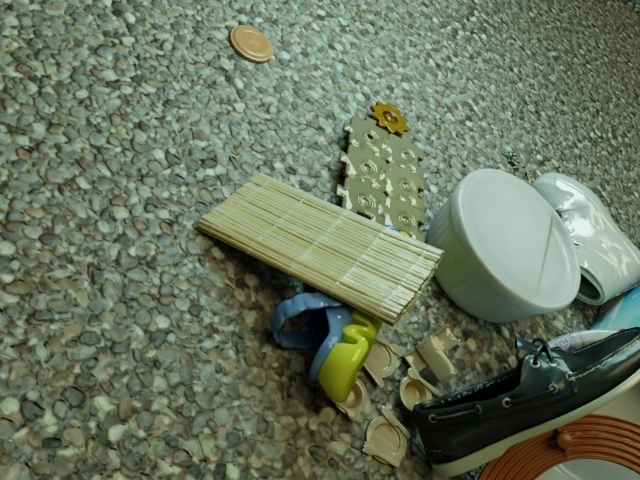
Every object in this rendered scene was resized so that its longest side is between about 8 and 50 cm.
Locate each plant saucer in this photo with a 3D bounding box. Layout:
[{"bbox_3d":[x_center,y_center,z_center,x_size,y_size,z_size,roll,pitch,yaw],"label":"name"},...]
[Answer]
[{"bbox_3d":[-0.123,-0.355,1.101,0.084,0.013,0.083,17,53,-24],"label":"plant saucer"}]

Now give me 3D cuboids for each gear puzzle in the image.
[{"bbox_3d":[0.106,-0.137,1.099,0.176,0.044,0.338,23,49,-18],"label":"gear puzzle"}]

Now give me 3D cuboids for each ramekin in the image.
[{"bbox_3d":[0.309,0.020,1.068,0.273,0.127,0.272,17,53,-24],"label":"ramekin"}]

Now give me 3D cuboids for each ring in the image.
[{"bbox_3d":[0.357,0.395,0.781,0.337,0.032,0.336,-2,77,7],"label":"ring"}]

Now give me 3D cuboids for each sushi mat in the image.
[{"bbox_3d":[0.000,0.000,0.847,0.317,0.019,0.151,25,47,20],"label":"sushi mat"}]

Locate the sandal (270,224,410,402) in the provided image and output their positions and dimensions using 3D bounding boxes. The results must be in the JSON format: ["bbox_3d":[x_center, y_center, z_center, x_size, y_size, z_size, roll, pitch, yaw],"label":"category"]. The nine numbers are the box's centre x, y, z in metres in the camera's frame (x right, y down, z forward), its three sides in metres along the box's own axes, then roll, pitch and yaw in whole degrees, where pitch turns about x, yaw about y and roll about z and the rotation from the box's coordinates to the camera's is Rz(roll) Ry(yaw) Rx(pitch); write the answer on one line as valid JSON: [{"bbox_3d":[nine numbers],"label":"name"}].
[{"bbox_3d":[0.036,0.071,0.866,0.138,0.126,0.317,23,39,12],"label":"sandal"}]

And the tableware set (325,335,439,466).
[{"bbox_3d":[0.089,0.219,0.862,0.141,0.020,0.168,43,52,-1],"label":"tableware set"}]

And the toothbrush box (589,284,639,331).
[{"bbox_3d":[0.584,0.191,1.081,0.126,0.216,0.295,47,49,2],"label":"toothbrush box"}]

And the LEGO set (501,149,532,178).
[{"bbox_3d":[0.437,-0.173,1.344,0.083,0.023,0.054,24,51,-19],"label":"LEGO set"}]

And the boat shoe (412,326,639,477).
[{"bbox_3d":[0.275,0.187,0.813,0.113,0.340,0.127,59,17,7],"label":"boat shoe"}]

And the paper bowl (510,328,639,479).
[{"bbox_3d":[0.412,0.276,0.901,0.284,0.284,0.148,66,8,17],"label":"paper bowl"}]

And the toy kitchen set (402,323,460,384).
[{"bbox_3d":[0.180,0.182,0.945,0.083,0.075,0.068,-35,77,-2],"label":"toy kitchen set"}]

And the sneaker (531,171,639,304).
[{"bbox_3d":[0.498,-0.007,1.224,0.169,0.108,0.292,-24,64,-29],"label":"sneaker"}]
